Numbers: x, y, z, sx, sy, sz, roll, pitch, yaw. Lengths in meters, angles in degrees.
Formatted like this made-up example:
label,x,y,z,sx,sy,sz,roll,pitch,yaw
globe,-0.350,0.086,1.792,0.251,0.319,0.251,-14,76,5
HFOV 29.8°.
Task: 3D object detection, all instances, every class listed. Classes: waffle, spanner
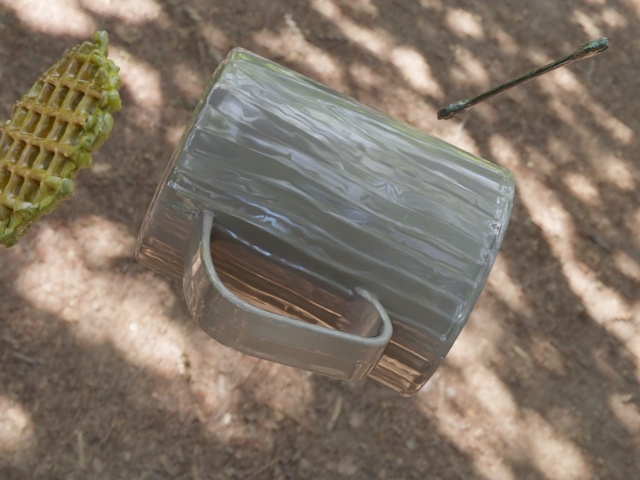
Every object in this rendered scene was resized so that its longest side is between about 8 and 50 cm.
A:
label,x,y,z,sx,sy,sz,roll,pitch,yaw
waffle,-0.303,-0.120,1.375,0.059,0.238,0.243,30,35,-35
spanner,0.256,-0.204,1.534,0.054,0.255,0.015,-15,84,-56

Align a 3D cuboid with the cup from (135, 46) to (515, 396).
label,x,y,z,sx,sy,sz,roll,pitch,yaw
cup,-0.005,0.007,0.997,0.273,0.208,0.288,26,60,-5
